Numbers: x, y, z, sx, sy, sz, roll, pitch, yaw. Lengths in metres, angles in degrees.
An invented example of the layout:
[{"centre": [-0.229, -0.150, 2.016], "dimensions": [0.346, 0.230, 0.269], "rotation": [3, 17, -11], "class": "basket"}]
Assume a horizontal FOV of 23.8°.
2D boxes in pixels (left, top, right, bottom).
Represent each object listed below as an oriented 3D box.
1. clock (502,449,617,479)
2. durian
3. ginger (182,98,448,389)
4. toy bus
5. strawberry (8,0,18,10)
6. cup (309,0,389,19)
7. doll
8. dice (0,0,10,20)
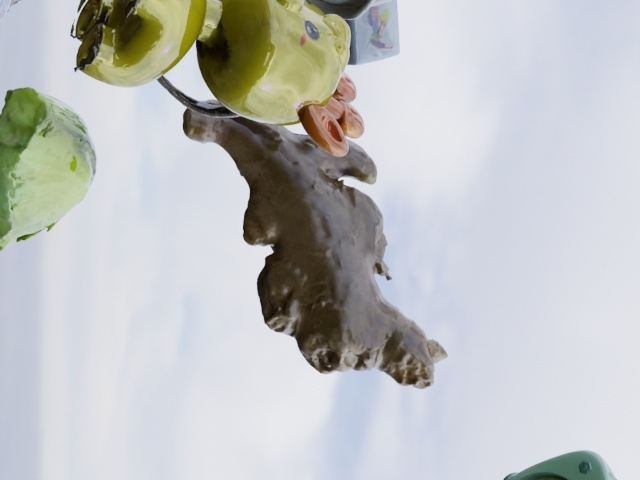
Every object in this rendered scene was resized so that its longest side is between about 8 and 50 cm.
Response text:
[{"centre": [0.273, 0.342, 1.830], "dimensions": [0.060, 0.188, 0.148], "rotation": [44, 33, -55], "class": "clock"}, {"centre": [-0.305, -0.070, 1.574], "dimensions": [0.101, 0.139, 0.250], "rotation": [56, -28, 15], "class": "durian"}, {"centre": [0.001, 0.002, 1.435], "dimensions": [0.333, 0.166, 0.080], "rotation": [63, -27, 11], "class": "ginger"}, {"centre": [0.038, -0.403, 2.043], "dimensions": [0.136, 0.109, 0.330], "rotation": [-137, -144, -55], "class": "toy bus"}, {"centre": [-0.389, -0.388, 1.894], "dimensions": [0.201, 0.187, 0.184], "rotation": [62, 0, -2], "class": "strawberry"}, {"centre": [0.039, -0.284, 1.354], "dimensions": [0.173, 0.299, 0.167], "rotation": [-55, 141, -38], "class": "cup"}, {"centre": [-0.059, -0.134, 1.099], "dimensions": [0.135, 0.221, 0.143], "rotation": [-50, -146, 28], "class": "doll"}, {"centre": [-0.419, -0.321, 1.697], "dimensions": [0.143, 0.146, 0.146], "rotation": [95, -2, -78], "class": "dice"}]
